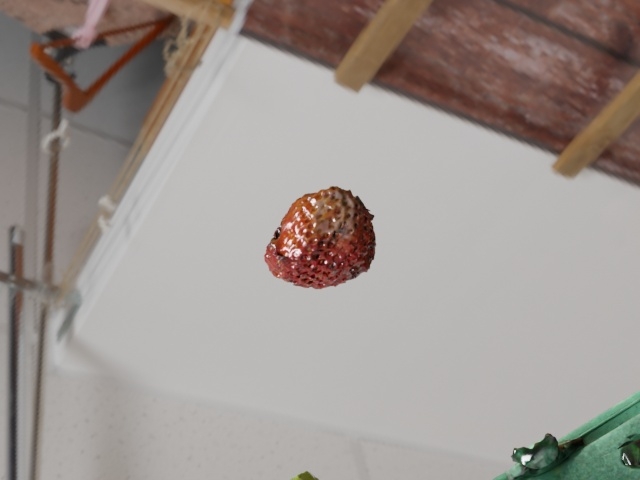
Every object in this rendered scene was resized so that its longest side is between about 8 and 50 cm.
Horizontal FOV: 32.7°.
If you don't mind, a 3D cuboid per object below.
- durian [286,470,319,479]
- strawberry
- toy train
[{"bbox_3d":[-0.066,0.250,0.645,0.101,0.250,0.139,43,169,-14],"label":"durian"},{"bbox_3d":[0.000,0.000,0.878,0.097,0.083,0.083,-22,-123,-18],"label":"strawberry"},{"bbox_3d":[0.236,0.169,0.787,0.115,0.269,0.154,59,-174,28],"label":"toy train"}]
